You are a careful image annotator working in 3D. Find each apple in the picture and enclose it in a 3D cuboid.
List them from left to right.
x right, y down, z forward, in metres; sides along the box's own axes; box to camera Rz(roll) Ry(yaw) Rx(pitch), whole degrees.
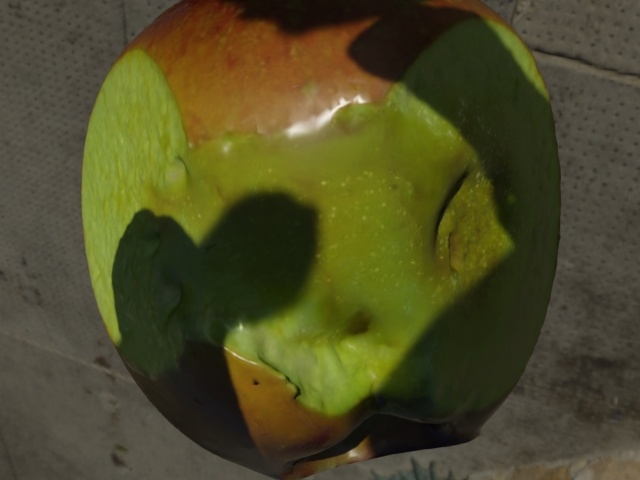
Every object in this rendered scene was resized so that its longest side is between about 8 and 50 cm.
[{"bbox_3d":[0.000,0.000,0.610,0.375,0.374,0.384,25,167,3],"label":"apple"}]
